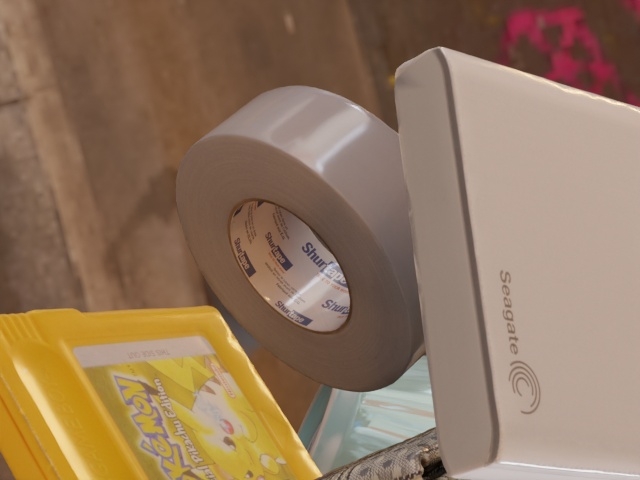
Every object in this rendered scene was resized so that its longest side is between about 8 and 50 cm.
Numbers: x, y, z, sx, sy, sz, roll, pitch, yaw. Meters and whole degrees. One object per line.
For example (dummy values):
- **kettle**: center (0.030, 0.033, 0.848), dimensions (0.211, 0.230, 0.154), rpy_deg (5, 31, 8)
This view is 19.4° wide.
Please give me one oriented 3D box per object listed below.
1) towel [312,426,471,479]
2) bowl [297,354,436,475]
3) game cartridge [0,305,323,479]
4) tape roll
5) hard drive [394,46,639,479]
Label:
- **towel**: center (0.039, 0.171, 1.258), dimensions (0.324, 0.312, 0.056), rpy_deg (-16, 80, -54)
- **bowl**: center (0.056, 0.239, 1.934), dimensions (0.311, 0.163, 0.311), rpy_deg (-156, -90, -85)
- **game cartridge**: center (-0.123, 0.176, 1.517), dimensions (0.285, 0.053, 0.324), rpy_deg (56, 24, 19)
- **tape roll**: center (0.000, 0.000, 1.330), dimensions (0.072, 0.219, 0.219), rpy_deg (-42, 125, -33)
- **hard drive**: center (0.194, 0.033, 1.100), dimensions (0.353, 0.047, 0.233), rpy_deg (11, 65, -41)
